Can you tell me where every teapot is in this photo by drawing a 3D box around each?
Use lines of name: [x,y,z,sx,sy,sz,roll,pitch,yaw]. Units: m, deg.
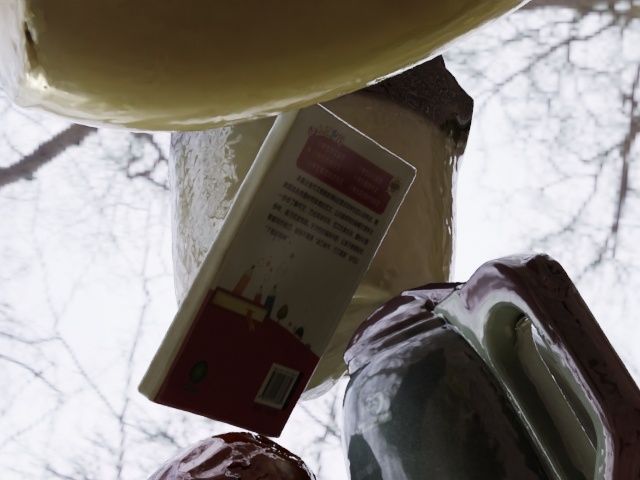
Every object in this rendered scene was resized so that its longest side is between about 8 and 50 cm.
teapot: [0.146,0.167,1.080,0.233,0.315,0.312,-14,-108,-33]

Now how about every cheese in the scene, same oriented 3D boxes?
cheese: [0.010,-0.175,0.505,0.316,0.128,0.259,-16,-51,-21]

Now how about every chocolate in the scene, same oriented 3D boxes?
chocolate: [0.000,0.000,1.385,0.314,0.326,0.297,3,-130,-10]

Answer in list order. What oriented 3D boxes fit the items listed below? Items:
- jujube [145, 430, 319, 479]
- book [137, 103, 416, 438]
jujube: [-0.102,0.298,1.119,0.197,0.197,0.290,29,-92,-43]
book: [-0.025,0.024,0.973,0.162,0.022,0.231,28,-92,-54]
